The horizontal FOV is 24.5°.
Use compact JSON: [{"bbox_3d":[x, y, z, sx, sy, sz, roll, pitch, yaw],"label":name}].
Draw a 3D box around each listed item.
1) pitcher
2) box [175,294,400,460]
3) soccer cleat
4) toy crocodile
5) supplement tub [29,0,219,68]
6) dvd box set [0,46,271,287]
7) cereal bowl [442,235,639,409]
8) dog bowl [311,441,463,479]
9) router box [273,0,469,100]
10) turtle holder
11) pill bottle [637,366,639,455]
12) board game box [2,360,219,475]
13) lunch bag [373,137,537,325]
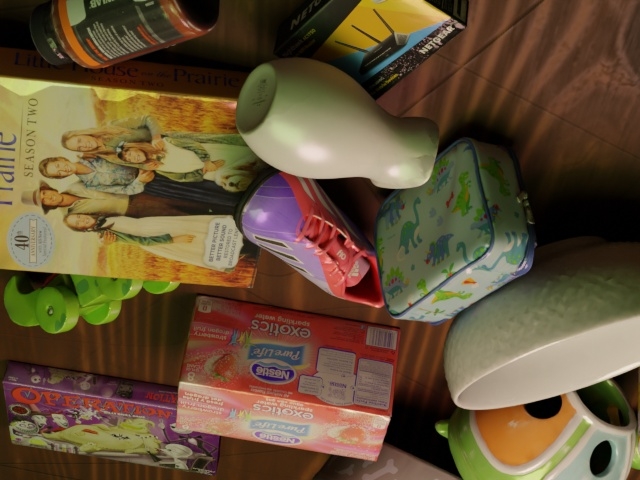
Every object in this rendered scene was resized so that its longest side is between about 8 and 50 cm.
[{"bbox_3d":[0.000,-0.119,1.635,0.207,0.125,0.178,18,162,-32],"label":"pitcher"},{"bbox_3d":[-0.047,0.199,2.104,0.300,0.154,0.142,9,144,-2],"label":"box"},{"bbox_3d":[0.000,0.000,1.780,0.116,0.108,0.318,39,179,27],"label":"soccer cleat"},{"bbox_3d":[-0.292,0.047,2.002,0.340,0.105,0.115,-26,171,35],"label":"toy crocodile"},{"bbox_3d":[-0.214,-0.246,1.580,0.198,0.106,0.106,-14,138,27],"label":"supplement tub"},{"bbox_3d":[-0.264,-0.082,1.749,0.420,0.062,0.307,5,132,-11],"label":"dvd box set"},{"bbox_3d":[0.308,0.090,1.847,0.339,0.141,0.339,-15,160,-5],"label":"cereal bowl"},{"bbox_3d":[0.164,0.397,2.251,0.349,0.102,0.349,26,173,3],"label":"dog bowl"},{"bbox_3d":[0.053,-0.230,1.595,0.133,0.046,0.179,27,140,-24],"label":"router box"},{"bbox_3d":[0.346,0.301,2.092,0.320,0.243,0.227,34,121,-17],"label":"turtle holder"},{"bbox_3d":[0.493,0.248,2.009,0.119,0.208,0.119,5,144,4],"label":"pill bottle"},{"bbox_3d":[-0.331,0.289,2.377,0.347,0.056,0.208,9,139,0],"label":"board game box"},{"bbox_3d":[0.157,-0.012,1.762,0.090,0.176,0.219,10,147,-33],"label":"lunch bag"}]
